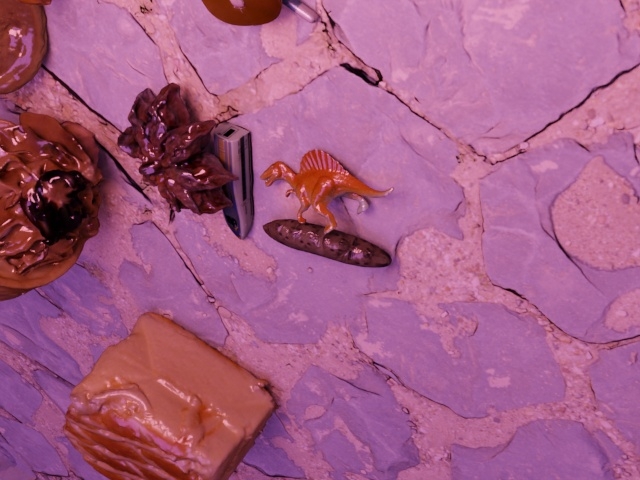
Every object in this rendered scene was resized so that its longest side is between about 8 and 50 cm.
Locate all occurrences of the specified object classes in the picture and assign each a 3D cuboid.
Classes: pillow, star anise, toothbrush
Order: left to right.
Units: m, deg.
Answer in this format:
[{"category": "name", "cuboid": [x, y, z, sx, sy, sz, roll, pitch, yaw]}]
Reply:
[{"category": "star anise", "cuboid": [-0.246, -0.133, 1.247, 0.236, 0.109, 0.223, 8, 132, 52]}, {"category": "toothbrush", "cuboid": [-0.117, -0.377, 1.030, 0.275, 0.019, 0.025, 34, 131, 2]}, {"category": "pillow", "cuboid": [-0.001, -0.001, 1.260, 0.241, 0.051, 0.093, 17, 172, 24]}]

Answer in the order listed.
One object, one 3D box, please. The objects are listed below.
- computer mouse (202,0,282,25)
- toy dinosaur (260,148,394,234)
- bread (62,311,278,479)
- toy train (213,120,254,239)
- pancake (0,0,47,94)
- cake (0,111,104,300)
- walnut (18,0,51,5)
[{"category": "computer mouse", "cuboid": [-0.120, -0.391, 0.972, 0.126, 0.056, 0.245, 5, 126, 25]}, {"category": "toy dinosaur", "cuboid": [0.013, -0.094, 1.197, 0.212, 0.057, 0.142, -29, 92, 34]}, {"category": "bread", "cuboid": [-0.339, 0.409, 1.716, 0.390, 0.279, 0.371, 31, 140, 1]}, {"category": "toy train", "cuboid": [-0.148, -0.083, 1.301, 0.055, 0.048, 0.252, 21, 137, 19]}, {"category": "pancake", "cuboid": [-0.562, -0.339, 1.241, 0.242, 0.050, 0.242, -6, 126, -9]}, {"category": "cake", "cuboid": [-0.549, -0.071, 1.379, 0.321, 0.332, 0.332, -24, 113, 38]}, {"category": "walnut", "cuboid": [-0.454, -0.455, 1.102, 0.137, 0.137, 0.245, 11, 136, 25]}]
